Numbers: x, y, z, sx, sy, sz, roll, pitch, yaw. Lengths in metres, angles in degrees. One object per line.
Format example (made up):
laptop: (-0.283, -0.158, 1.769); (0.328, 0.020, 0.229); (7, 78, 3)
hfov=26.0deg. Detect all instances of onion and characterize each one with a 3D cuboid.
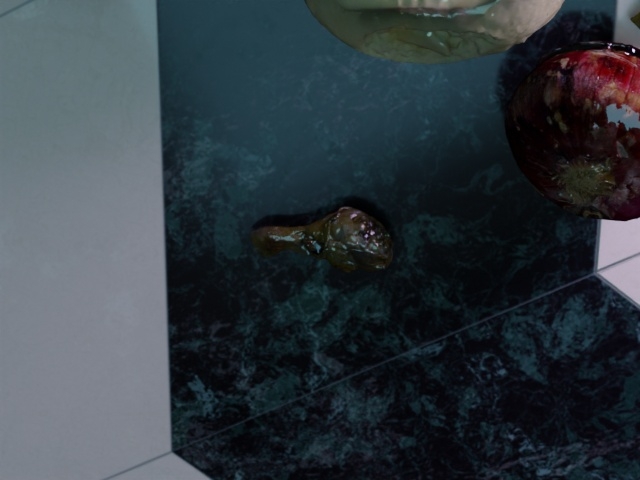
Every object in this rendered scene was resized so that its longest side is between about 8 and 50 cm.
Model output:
onion: (0.355, -0.139, 1.747); (0.246, 0.190, 0.246); (13, 136, 13)

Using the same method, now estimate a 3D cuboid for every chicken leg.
chicken leg: (0.000, -0.002, 1.888); (0.197, 0.069, 0.085); (2, 134, 10)

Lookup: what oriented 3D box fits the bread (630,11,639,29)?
bread: (0.455, -0.294, 1.755); (0.110, 0.060, 0.066); (-42, 73, 15)

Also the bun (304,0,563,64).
bun: (0.152, -0.361, 1.650); (0.364, 0.202, 0.364); (-7, 69, 18)
